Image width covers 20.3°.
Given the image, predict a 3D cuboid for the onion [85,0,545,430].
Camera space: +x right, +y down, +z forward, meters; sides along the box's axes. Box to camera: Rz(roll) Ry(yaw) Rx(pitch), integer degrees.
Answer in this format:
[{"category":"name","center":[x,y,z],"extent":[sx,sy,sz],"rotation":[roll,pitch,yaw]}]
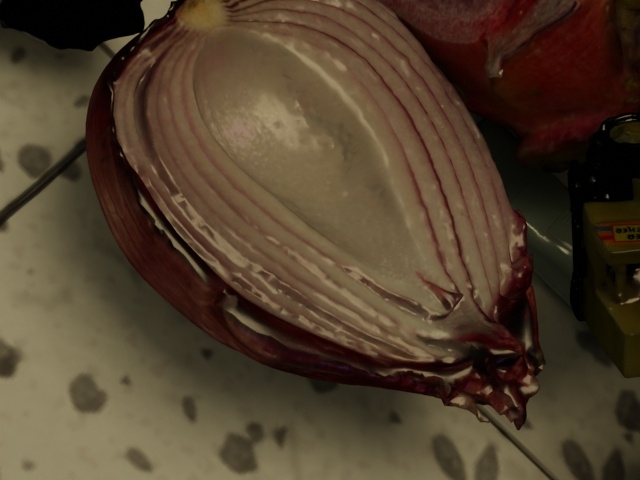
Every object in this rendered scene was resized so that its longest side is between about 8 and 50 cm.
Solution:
[{"category":"onion","center":[0.000,0.000,0.936],"extent":[0.227,0.120,0.283],"rotation":[-31,78,-39]}]

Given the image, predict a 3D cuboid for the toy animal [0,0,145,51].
[{"category":"toy animal","center":[-0.179,-0.184,0.944],"extent":[0.179,0.138,0.166],"rotation":[0,44,-20]}]

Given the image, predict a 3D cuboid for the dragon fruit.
[{"category":"dragon fruit","center":[0.174,-0.175,1.065],"extent":[0.291,0.250,0.269],"rotation":[0,39,-46]}]

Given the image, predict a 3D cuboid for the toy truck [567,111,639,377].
[{"category":"toy truck","center":[0.266,0.000,0.960],"extent":[0.257,0.127,0.127],"rotation":[-8,31,-4]}]

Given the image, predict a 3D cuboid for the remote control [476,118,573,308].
[{"category":"remote control","center":[0.145,-0.007,1.078],"extent":[0.162,0.029,0.061],"rotation":[44,49,0]}]
